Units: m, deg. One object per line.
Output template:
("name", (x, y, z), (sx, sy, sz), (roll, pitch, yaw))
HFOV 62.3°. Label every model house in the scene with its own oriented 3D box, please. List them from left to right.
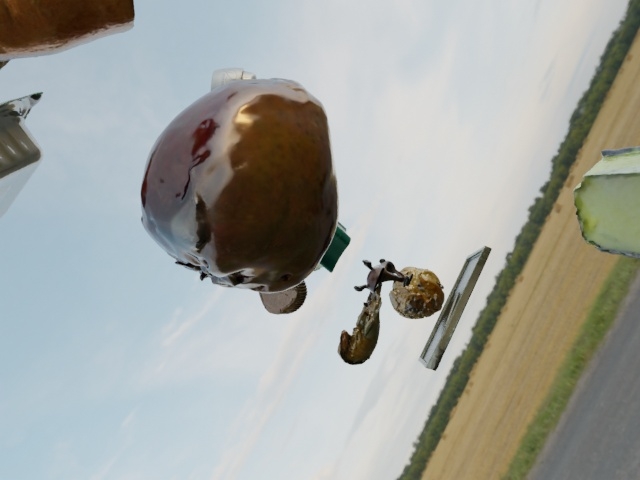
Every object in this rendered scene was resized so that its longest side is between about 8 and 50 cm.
("model house", (0.000, 0.000, 1.233), (0.100, 0.149, 0.127), (39, -125, -32))
("model house", (0.598, -0.089, 0.961), (0.211, 0.194, 0.170), (-37, -68, -35))

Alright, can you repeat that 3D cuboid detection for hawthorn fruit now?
("hawthorn fruit", (-0.102, -0.078, 0.782), (0.324, 0.308, 0.308), (-49, -20, 3))

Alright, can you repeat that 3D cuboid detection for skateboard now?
("skateboard", (0.137, 0.074, 1.099), (0.151, 0.080, 0.067), (-11, -60, -62))

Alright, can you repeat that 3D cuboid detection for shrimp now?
("shrimp", (0.117, 0.206, 1.389), (0.117, 0.066, 0.261), (2, -81, -40))

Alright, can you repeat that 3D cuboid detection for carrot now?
("carrot", (-0.347, -0.282, 0.598), (0.225, 0.159, 0.159), (-31, -32, -19))

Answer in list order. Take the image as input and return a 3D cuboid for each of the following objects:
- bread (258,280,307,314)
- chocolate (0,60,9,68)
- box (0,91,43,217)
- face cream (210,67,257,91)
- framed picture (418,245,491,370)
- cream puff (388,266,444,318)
("bread", (-0.065, 0.089, 0.927), (0.053, 0.085, 0.084), (8, -74, -66))
("chocolate", (-0.671, -0.330, 1.014), (0.219, 0.086, 0.085), (-59, -20, -32))
("box", (-0.641, -0.106, 0.984), (0.337, 0.106, 0.264), (-36, 13, 32))
("face cream", (-0.208, -0.358, 1.280), (0.117, 0.104, 0.117), (-174, 90, -84))
("framed picture", (0.263, 0.135, 1.068), (0.259, 0.023, 0.189), (-64, -8, -6))
("cream puff", (0.218, 0.128, 1.212), (0.133, 0.120, 0.104), (-50, 24, 31))
